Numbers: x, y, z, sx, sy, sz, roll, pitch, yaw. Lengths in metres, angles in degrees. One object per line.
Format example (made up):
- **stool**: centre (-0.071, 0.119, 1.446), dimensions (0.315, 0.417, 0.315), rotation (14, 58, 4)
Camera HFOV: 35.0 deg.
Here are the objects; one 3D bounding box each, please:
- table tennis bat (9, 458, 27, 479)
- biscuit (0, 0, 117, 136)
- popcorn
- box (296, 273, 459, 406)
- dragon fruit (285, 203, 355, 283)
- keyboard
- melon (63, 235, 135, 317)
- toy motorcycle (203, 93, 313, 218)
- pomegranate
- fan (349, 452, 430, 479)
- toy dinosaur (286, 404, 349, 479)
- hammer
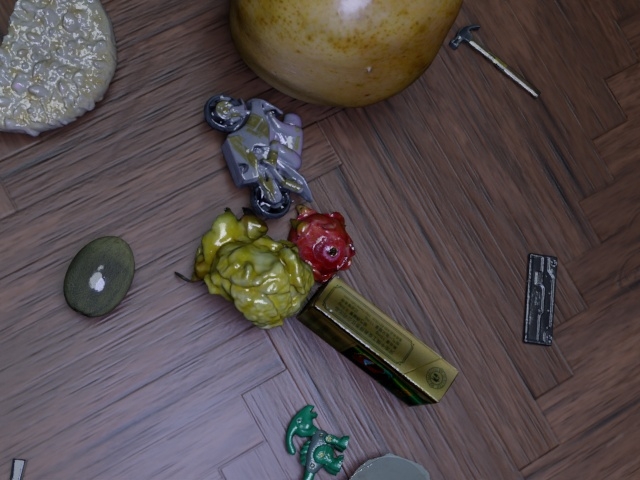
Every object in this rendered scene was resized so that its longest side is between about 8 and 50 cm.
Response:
- **table tennis bat**: centre (-0.456, 0.400, 1.487), dimensions (0.095, 0.014, 0.158), rotation (10, 79, -7)
- **biscuit**: centre (-0.414, -0.283, 1.597), dimensions (0.179, 0.084, 0.281), rotation (18, 78, -11)
- **popcorn**: centre (-0.110, 0.047, 1.547), dimensions (0.195, 0.168, 0.173), rotation (40, 112, 10)
- **box**: centre (0.083, 0.159, 1.562), dimensions (0.240, 0.159, 0.071), rotation (38, 73, 0)
- **dragon fruit**: centre (0.003, 0.004, 1.625), dimensions (0.112, 0.068, 0.126), rotation (9, 79, -9)
- **keyboard**: centre (0.369, 0.099, 1.703), dimensions (0.053, 0.010, 0.155), rotation (9, 78, -8)
- **melon**: centre (-0.333, 0.054, 1.535), dimensions (0.098, 0.098, 0.130), rotation (31, 72, -3)
- **toy motorcycle**: centre (-0.083, -0.150, 1.634), dimensions (0.152, 0.073, 0.225), rotation (-26, 82, -27)
- **pomegranate**: centre (0.023, -0.400, 1.547), dimensions (0.417, 0.416, 0.416), rotation (2, 79, -10)
- **fan**: centre (0.034, 0.417, 1.541), dimensions (0.310, 0.010, 0.182), rotation (2, 91, -20)
- **toy dinosaur**: centre (-0.011, 0.325, 1.568), dimensions (0.096, 0.059, 0.132), rotation (20, 67, 2)
- **hammer**: centre (0.312, -0.311, 1.773), dimensions (0.182, 0.017, 0.062), rotation (37, 75, -3)
